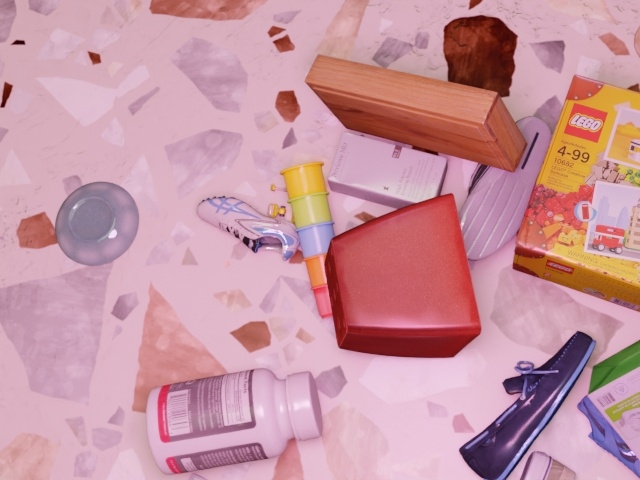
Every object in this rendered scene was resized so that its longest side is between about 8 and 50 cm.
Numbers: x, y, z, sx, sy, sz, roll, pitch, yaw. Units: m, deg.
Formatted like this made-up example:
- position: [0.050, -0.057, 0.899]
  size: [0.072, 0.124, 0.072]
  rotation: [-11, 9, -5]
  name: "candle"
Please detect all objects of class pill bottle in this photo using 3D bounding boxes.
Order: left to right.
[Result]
- position: [-0.164, 0.346, 1.878]
  size: [0.319, 0.176, 0.176]
  rotation: [-11, 74, 5]
  name: "pill bottle"

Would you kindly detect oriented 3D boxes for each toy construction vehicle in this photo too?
- position: [-0.061, -0.079, 2.057]
  size: [0.098, 0.035, 0.085]
  rotation: [3, 86, 12]
  name: "toy construction vehicle"

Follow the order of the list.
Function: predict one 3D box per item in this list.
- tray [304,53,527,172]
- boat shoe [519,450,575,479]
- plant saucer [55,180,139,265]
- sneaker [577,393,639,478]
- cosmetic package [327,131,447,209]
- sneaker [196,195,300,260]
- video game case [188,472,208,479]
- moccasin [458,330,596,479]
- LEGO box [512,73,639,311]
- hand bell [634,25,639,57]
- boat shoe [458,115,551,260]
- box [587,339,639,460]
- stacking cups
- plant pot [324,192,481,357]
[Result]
- position: [0.185, -0.252, 1.906]
  size: [0.411, 0.203, 0.076]
  rotation: [20, 78, 34]
  name: "tray"
- position: [0.386, 0.542, 1.781]
  size: [0.094, 0.109, 0.302]
  rotation: [22, 76, 11]
  name: "boat shoe"
- position: [-0.496, -0.043, 2.106]
  size: [0.195, 0.037, 0.194]
  rotation: [-2, 74, 8]
  name: "plant saucer"
- position: [0.567, 0.381, 1.827]
  size: [0.082, 0.069, 0.209]
  rotation: [-38, 80, 31]
  name: "sneaker"
- position: [0.141, -0.137, 2.013]
  size: [0.231, 0.085, 0.117]
  rotation: [15, 77, 11]
  name: "cosmetic package"
- position: [-0.157, -0.026, 2.022]
  size: [0.237, 0.085, 0.086]
  rotation: [19, 57, 12]
  name: "sneaker"
- position: [-0.226, 0.564, 1.910]
  size: [0.143, 0.019, 0.157]
  rotation: [23, 79, 13]
  name: "video game case"
- position: [0.391, 0.301, 1.830]
  size: [0.117, 0.137, 0.342]
  rotation: [36, 82, 20]
  name: "moccasin"
- position: [0.667, -0.055, 1.855]
  size: [0.500, 0.193, 0.372]
  rotation: [19, 79, 13]
  name: "LEGO box"
- position: [0.713, -0.452, 1.931]
  size: [0.126, 0.242, 0.126]
  rotation: [-2, 74, 9]
  name: "hand bell"
- position: [0.359, -0.099, 1.959]
  size: [0.121, 0.119, 0.335]
  rotation: [37, 74, -14]
  name: "boat shoe"
- position: [0.654, 0.277, 1.710]
  size: [0.262, 0.127, 0.231]
  rotation: [-39, 94, 29]
  name: "box"
- position: [0.000, 0.000, 1.979]
  size: [0.096, 0.096, 0.316]
  rotation: [-15, 88, 4]
  name: "stacking cups"
- position: [0.139, 0.087, 1.832]
  size: [0.236, 0.267, 0.267]
  rotation: [-7, 74, -7]
  name: "plant pot"
